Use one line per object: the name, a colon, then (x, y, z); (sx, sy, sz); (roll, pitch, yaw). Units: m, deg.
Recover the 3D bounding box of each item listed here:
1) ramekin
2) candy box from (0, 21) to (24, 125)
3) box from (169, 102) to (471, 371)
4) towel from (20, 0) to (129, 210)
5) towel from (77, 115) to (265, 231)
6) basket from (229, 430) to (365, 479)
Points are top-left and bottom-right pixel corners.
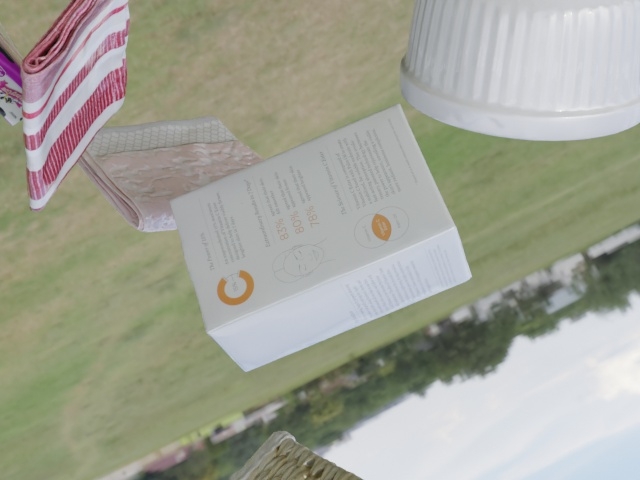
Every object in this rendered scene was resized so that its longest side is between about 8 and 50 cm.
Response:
ramekin: (0.168, -0.169, 0.835); (0.207, 0.109, 0.207); (1, -151, 0)
candy box: (-0.496, -0.292, 1.489); (0.071, 0.233, 0.159); (-36, 142, -2)
box: (0.000, 0.000, 1.422); (0.345, 0.215, 0.168); (-22, 151, 4)
towel: (-0.322, -0.202, 1.389); (0.237, 0.037, 0.329); (-62, 178, -31)
towel: (-0.239, -0.123, 1.828); (0.332, 0.317, 0.053); (-10, 128, -37)
basket: (-0.007, 0.448, 1.122); (0.331, 0.328, 0.266); (-45, -159, -19)
